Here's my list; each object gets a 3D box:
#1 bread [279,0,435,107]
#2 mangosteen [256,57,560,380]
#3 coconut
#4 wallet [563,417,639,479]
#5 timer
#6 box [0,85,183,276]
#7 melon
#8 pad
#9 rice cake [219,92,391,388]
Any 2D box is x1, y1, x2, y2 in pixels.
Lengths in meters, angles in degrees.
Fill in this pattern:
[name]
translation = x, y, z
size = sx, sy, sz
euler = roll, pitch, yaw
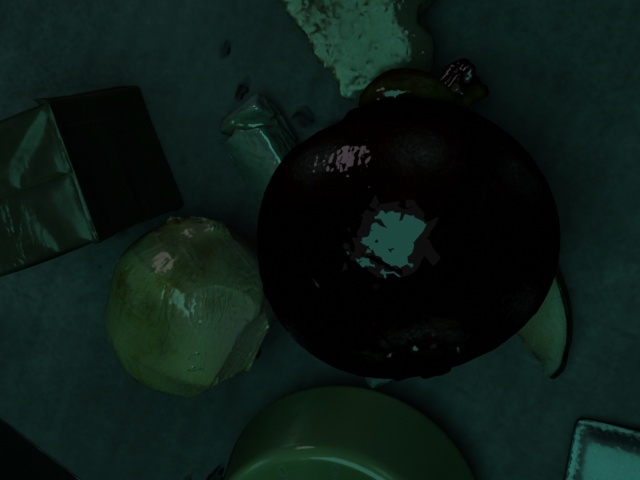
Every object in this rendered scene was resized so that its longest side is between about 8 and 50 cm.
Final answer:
[bread]
translation = 0.019, -0.297, 1.501
size = 0.183, 0.102, 0.337
euler = -36, 93, 19
[mangosteen]
translation = 0.077, -0.015, 1.410
size = 0.297, 0.297, 0.293
euler = -17, 85, 17
[coconut]
translation = -0.132, 0.060, 1.571
size = 0.194, 0.194, 0.194
euler = 3, 101, 14
[wallet]
translation = 0.362, 0.347, 1.562
size = 0.251, 0.054, 0.291
euler = 9, 101, 11
[timer]
translation = -0.006, 0.335, 1.498
size = 0.290, 0.315, 0.291
euler = 5, 110, 15
[box]
translation = -0.271, -0.065, 1.551
size = 0.148, 0.231, 0.155
euler = -19, 95, 17
[melon]
translation = 0.215, 0.050, 1.545
size = 0.098, 0.054, 0.182
euler = -40, 88, 24
[pad]
translation = -0.363, 0.293, 1.763
size = 0.190, 0.004, 0.127
euler = 37, 107, 6
[rice cake]
translation = 0.000, 0.000, 1.582
size = 0.066, 0.063, 0.336
euler = -30, 93, 30
